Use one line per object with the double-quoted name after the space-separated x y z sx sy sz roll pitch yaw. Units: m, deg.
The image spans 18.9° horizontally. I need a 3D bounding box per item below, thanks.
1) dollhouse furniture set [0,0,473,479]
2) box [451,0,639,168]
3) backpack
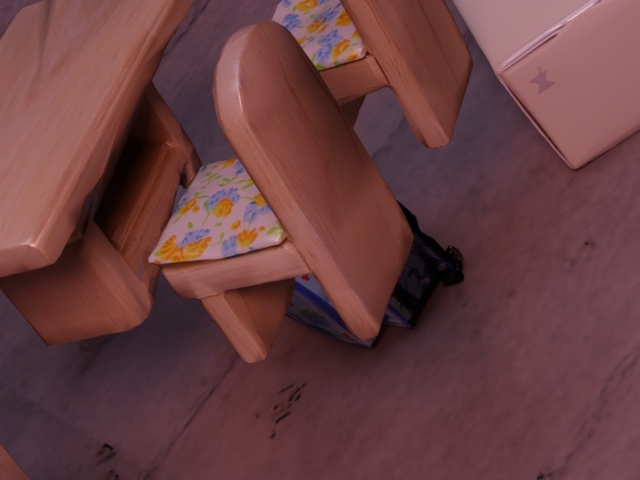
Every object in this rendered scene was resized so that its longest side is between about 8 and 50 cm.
-0.179 -0.023 0.861 0.362 0.256 0.394 -12 37 30 "dollhouse furniture set"
0.123 -0.171 1.109 0.113 0.094 0.275 -34 40 11 "box"
0.000 0.000 1.037 0.105 0.114 0.084 21 69 47 "backpack"
